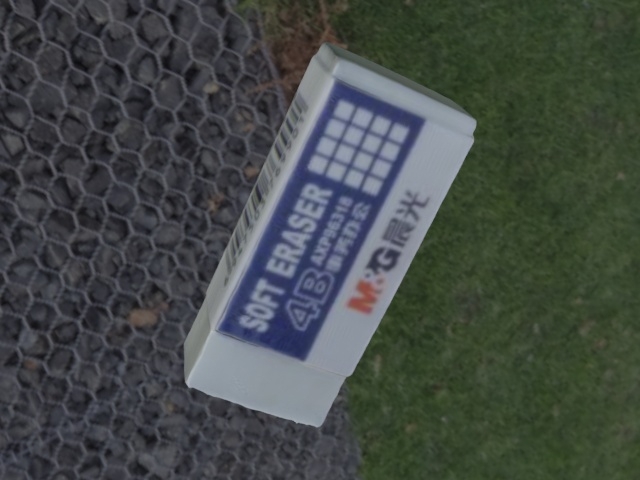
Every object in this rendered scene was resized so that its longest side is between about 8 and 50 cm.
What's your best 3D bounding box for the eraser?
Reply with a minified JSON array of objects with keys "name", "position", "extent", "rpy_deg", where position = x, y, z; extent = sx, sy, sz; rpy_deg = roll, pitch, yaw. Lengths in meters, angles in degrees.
[{"name":"eraser","position":[0.000,0.000,0.741],"extent":[0.124,0.081,0.279],"rpy_deg":[21,107,-18]}]
